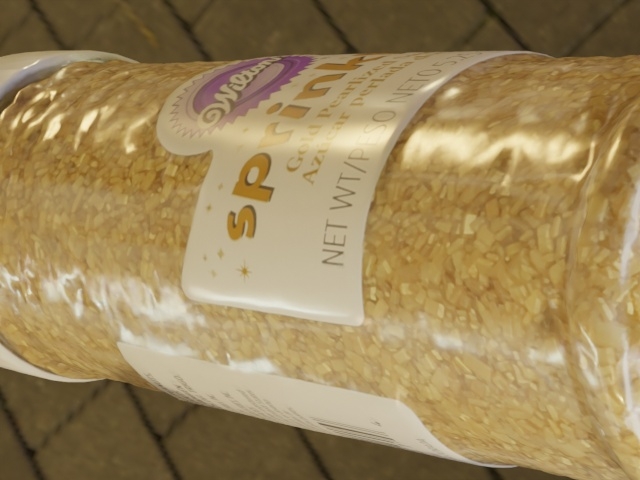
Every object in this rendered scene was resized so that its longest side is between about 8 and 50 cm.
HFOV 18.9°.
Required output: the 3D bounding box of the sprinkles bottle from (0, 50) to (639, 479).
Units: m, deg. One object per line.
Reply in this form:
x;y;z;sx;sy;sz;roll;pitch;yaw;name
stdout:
0.000;0.000;0.599;0.355;0.121;0.121;6;71;50;sprinkles bottle
